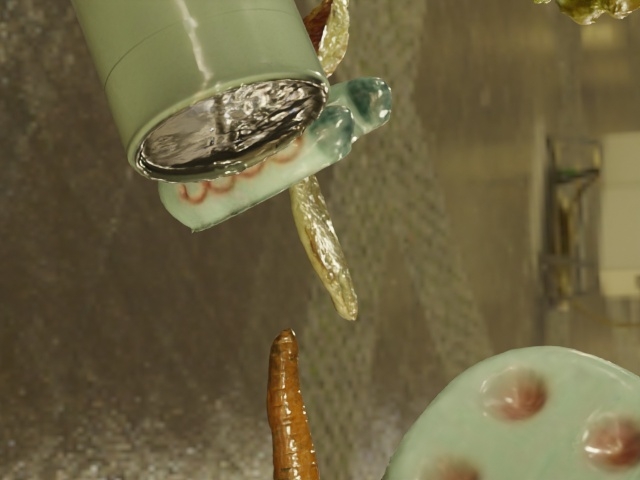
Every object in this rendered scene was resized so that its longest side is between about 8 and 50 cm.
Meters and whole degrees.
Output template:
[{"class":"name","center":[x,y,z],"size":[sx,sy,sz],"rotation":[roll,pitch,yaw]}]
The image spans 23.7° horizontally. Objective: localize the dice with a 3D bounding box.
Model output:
[{"class":"dice","center":[0.227,0.280,1.445],"size":[0.268,0.263,0.264],"rotation":[-49,140,-24]}]

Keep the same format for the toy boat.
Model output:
[{"class":"toy boat","center":[-0.046,-0.078,1.208],"size":[0.079,0.208,0.134],"rotation":[59,35,-11]}]

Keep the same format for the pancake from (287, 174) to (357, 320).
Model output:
[{"class":"pancake","center":[0.001,-0.001,1.338],"size":[0.151,0.025,0.151],"rotation":[-19,90,-85]}]

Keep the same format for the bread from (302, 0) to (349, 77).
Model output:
[{"class":"bread","center":[-0.009,-0.213,1.776],"size":[0.054,0.154,0.136],"rotation":[39,9,-22]}]

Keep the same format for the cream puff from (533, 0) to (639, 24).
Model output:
[{"class":"cream puff","center":[0.300,-0.325,1.622],"size":[0.221,0.195,0.194],"rotation":[137,-46,-77]}]

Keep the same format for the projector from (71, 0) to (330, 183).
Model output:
[{"class":"projector","center":[-0.101,-0.198,0.783],"size":[0.337,0.108,0.108],"rotation":[68,13,17]}]

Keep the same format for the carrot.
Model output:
[{"class":"carrot","center":[-0.027,0.177,1.422],"size":[0.047,0.047,0.191],"rotation":[-9,93,-72]}]
